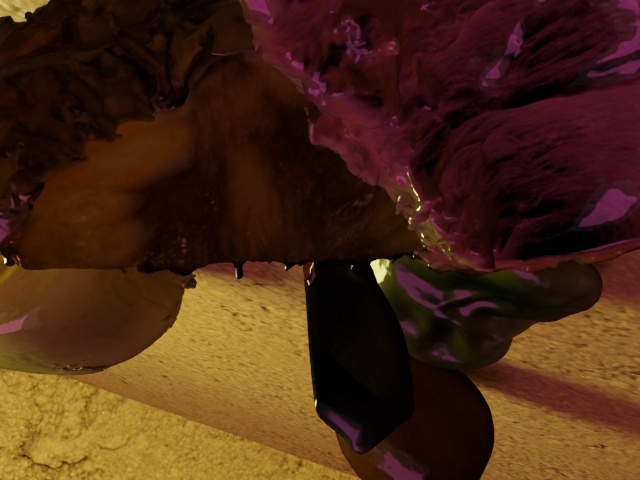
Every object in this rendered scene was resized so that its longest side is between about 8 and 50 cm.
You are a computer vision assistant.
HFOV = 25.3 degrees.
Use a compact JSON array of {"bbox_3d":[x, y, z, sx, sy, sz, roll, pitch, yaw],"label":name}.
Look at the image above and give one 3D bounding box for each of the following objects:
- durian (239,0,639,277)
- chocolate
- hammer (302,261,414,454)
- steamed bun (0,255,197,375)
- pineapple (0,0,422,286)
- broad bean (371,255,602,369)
[{"bbox_3d":[0.088,-0.080,0.491,0.191,0.112,0.341,-11,154,17],"label":"durian"},{"bbox_3d":[0.089,0.179,1.433,0.176,0.177,0.177,18,166,5],"label":"chocolate"},{"bbox_3d":[0.000,0.000,0.718,0.137,0.037,0.290,18,-152,-16],"label":"hammer"},{"bbox_3d":[-0.276,0.049,1.362,0.273,0.166,0.232,11,162,30],"label":"steamed bun"},{"bbox_3d":[-0.036,-0.086,0.615,0.334,0.158,0.161,-7,-133,-36],"label":"pineapple"},{"bbox_3d":[0.108,0.026,0.996,0.153,0.072,0.207,19,155,-8],"label":"broad bean"}]
